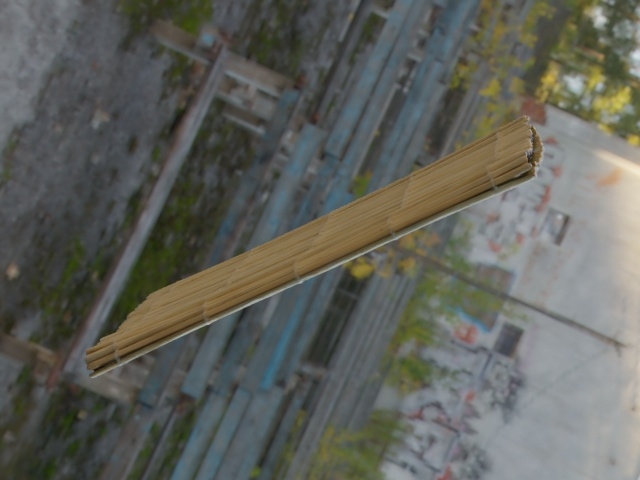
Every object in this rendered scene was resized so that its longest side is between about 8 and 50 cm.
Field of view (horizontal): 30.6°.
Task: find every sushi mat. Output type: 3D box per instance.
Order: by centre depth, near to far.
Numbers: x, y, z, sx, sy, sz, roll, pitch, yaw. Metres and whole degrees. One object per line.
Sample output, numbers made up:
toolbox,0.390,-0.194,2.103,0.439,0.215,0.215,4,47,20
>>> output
sushi mat,0.000,0.000,0.779,0.317,0.019,0.151,-25,-171,14
